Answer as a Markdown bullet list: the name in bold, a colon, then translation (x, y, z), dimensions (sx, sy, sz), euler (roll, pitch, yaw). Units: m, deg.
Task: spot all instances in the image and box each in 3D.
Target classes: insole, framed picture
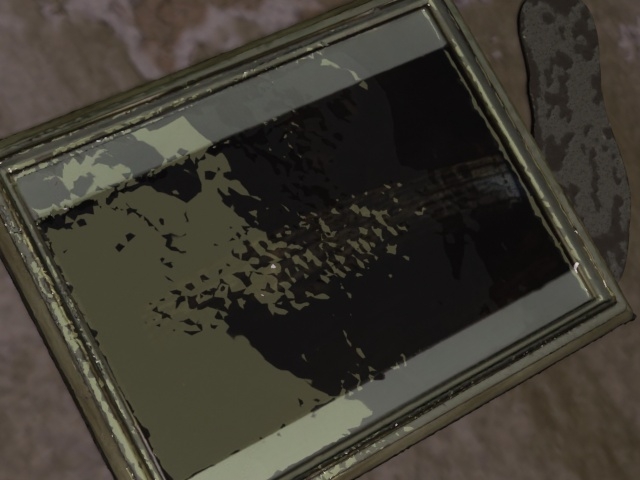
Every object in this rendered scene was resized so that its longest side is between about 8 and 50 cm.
- **insole**: translation (0.144, -0.058, 0.679), dimensions (0.065, 0.006, 0.193), euler (2, 71, -17)
- **framed picture**: translation (0.000, 0.000, 0.602), dimensions (0.293, 0.018, 0.231), euler (-26, 82, -23)
